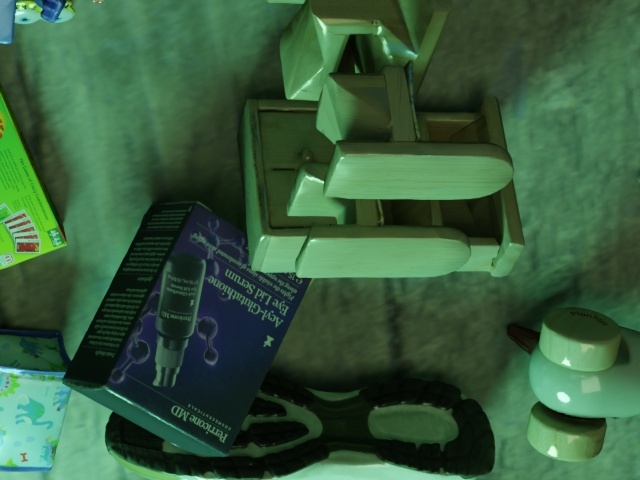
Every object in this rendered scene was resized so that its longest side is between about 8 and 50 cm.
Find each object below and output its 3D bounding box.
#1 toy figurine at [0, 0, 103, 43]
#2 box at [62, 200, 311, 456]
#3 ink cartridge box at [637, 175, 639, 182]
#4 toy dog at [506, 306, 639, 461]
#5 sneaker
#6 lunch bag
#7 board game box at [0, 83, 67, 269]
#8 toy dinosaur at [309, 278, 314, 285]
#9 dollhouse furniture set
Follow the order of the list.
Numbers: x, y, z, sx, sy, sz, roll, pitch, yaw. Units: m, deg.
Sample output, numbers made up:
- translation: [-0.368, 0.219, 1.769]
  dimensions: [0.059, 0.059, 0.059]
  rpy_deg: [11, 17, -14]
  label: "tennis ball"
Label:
- translation: [-0.338, -0.249, 1.486]
  dimensions: [0.363, 0.217, 0.191]
  rpy_deg: [6, 116, -17]
  label: "toy figurine"
- translation: [-0.129, 0.086, 1.728]
  dimensions: [0.153, 0.108, 0.207]
  rpy_deg: [32, 74, -26]
  label: "box"
- translation: [0.486, -0.088, 1.873]
  dimensions: [0.224, 0.045, 0.223]
  rpy_deg: [32, 106, -27]
  label: "ink cartridge box"
- translation: [0.335, 0.125, 1.915]
  dimensions: [0.334, 0.161, 0.220]
  rpy_deg: [14, 111, -36]
  label: "toy dog"
- translation: [-0.028, 0.249, 1.882]
  dimensions: [0.410, 0.158, 0.182]
  rpy_deg: [6, 133, -12]
  label: "sneaker"
- translation: [-0.335, 0.158, 1.772]
  dimensions: [0.151, 0.096, 0.128]
  rpy_deg: [3, 117, -26]
  label: "lunch bag"
- translation: [-0.318, -0.062, 1.689]
  dimensions: [0.092, 0.043, 0.181]
  rpy_deg: [-21, 121, -3]
  label: "board game box"
- translation: [0.000, 0.000, 1.796]
  dimensions: [0.093, 0.053, 0.183]
  rpy_deg: [28, 108, -26]
  label: "toy dinosaur"
- translation: [0.086, -0.131, 1.573]
  dimensions: [0.257, 0.362, 0.394]
  rpy_deg: [0, 150, -13]
  label: "dollhouse furniture set"
